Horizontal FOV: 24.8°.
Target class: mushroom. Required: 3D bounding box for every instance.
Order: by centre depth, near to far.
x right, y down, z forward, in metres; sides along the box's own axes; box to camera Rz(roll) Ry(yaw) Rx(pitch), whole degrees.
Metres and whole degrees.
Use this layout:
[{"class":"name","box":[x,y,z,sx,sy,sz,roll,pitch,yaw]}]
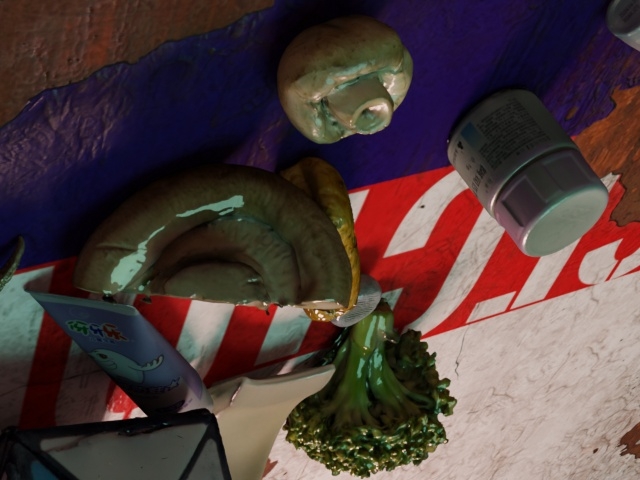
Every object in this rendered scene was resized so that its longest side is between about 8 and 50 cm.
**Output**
[{"class":"mushroom","box":[0.026,-0.158,1.430,0.148,0.112,0.148,-18,141,-16]},{"class":"mushroom","box":[-0.107,-0.005,1.492,0.286,0.151,0.156,4,180,-6]}]

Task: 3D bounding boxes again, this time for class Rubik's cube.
[{"class":"Rubik's cube","box":[-0.273,0.376,1.647,0.307,0.305,0.310,-1,161,-44]}]

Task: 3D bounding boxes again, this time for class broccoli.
[{"class":"broccoli","box":[0.083,0.223,1.988,0.242,0.180,0.273,-20,149,-36]}]

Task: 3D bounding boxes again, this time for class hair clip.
[{"class":"hair clip","box":[-0.117,0.255,1.925,0.172,0.113,0.282,-5,127,-44]}]

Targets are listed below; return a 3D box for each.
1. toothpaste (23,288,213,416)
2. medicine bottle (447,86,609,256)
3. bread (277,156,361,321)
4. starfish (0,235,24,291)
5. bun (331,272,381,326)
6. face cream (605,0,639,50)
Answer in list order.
[{"class":"toothpaste","box":[-0.211,0.130,1.655,0.371,0.125,0.080,64,38,-61]},{"class":"medicine bottle","box":[0.244,-0.080,1.710,0.135,0.168,0.135,-26,150,-16]},{"class":"bread","box":[0.000,0.000,1.648,0.083,0.114,0.211,-14,150,-2]},{"class":"starfish","box":[-0.370,0.087,1.407,0.238,0.057,0.213,-50,144,-32]},{"class":"bun","box":[0.040,0.075,1.865,0.083,0.045,0.083,-25,153,-14]},{"class":"face cream","box":[0.414,-0.255,1.736,0.198,0.057,0.084,8,132,-50]}]
